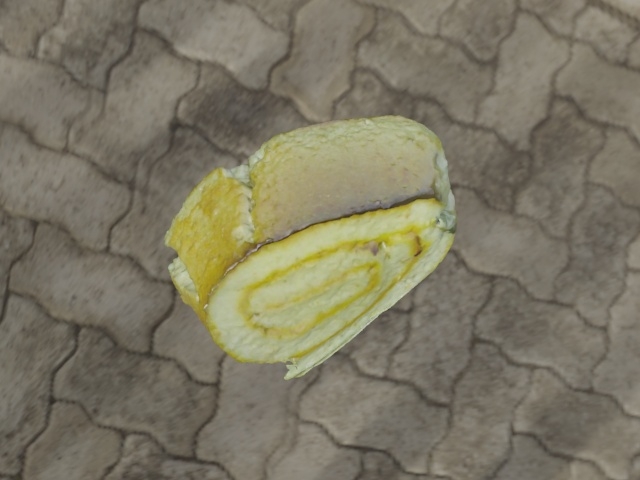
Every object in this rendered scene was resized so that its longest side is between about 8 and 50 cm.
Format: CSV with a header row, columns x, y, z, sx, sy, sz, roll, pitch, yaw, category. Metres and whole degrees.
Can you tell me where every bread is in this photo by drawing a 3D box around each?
x,y,z,sx,sy,sz,roll,pitch,yaw,category
0.000,0.000,1.119,0.257,0.186,0.124,-30,52,-3,bread
